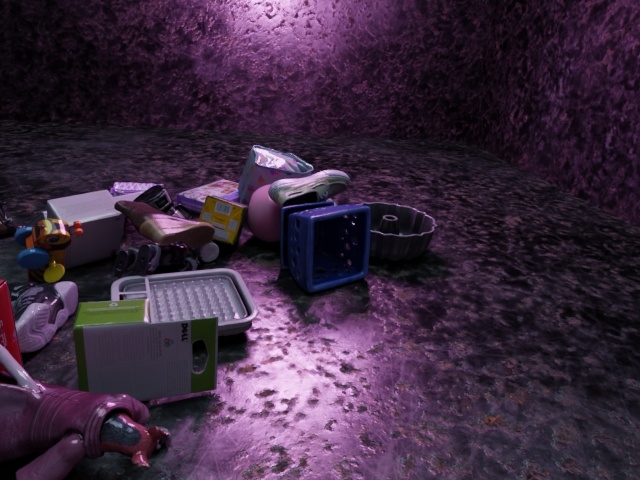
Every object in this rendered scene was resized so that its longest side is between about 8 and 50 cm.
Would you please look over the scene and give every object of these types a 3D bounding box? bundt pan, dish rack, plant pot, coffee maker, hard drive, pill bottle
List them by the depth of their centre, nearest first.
[{"bbox_3d":[-0.344,0.171,1.211,0.333,0.072,0.285,-5,25,-22],"label":"dish rack"},{"bbox_3d":[0.000,0.000,1.490,0.236,0.235,0.212,-11,22,-35],"label":"plant pot"},{"bbox_3d":[-0.385,0.018,1.556,0.067,0.067,0.120,-14,30,-36],"label":"pill bottle"},{"bbox_3d":[-0.528,-0.082,1.581,0.171,0.178,0.120,-11,33,30],"label":"coffee maker"},{"bbox_3d":[-0.772,-0.087,1.607,0.233,0.047,0.353,-17,4,43],"label":"hard drive"},{"bbox_3d":[0.241,-0.026,1.720,0.331,0.124,0.330,5,23,-2],"label":"bundt pan"}]

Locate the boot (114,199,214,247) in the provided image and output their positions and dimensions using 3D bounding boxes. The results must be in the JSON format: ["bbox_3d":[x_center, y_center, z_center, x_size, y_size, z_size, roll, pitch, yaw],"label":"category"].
[{"bbox_3d":[-0.458,-0.062,1.439,0.207,0.090,0.248,35,18,23],"label":"boot"}]

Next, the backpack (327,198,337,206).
[{"bbox_3d":[-0.027,-0.127,1.833,0.182,0.151,0.115,35,-13,-6],"label":"backpack"}]

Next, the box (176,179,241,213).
[{"bbox_3d":[-0.423,-0.180,2.010,0.201,0.057,0.293,17,26,25],"label":"box"}]

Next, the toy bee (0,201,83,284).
[{"bbox_3d":[-0.695,0.014,1.238,0.162,0.195,0.298,-12,-11,-24],"label":"toy bee"}]

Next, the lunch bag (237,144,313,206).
[{"bbox_3d":[-0.180,-0.242,1.957,0.263,0.223,0.160,8,40,-24],"label":"lunch bag"}]

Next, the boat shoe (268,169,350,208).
[{"bbox_3d":[-0.024,-0.156,1.591,0.303,0.109,0.094,-15,53,-27],"label":"boat shoe"}]

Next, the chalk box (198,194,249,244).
[{"bbox_3d":[-0.326,-0.073,1.635,0.133,0.131,0.213,18,3,-4],"label":"chalk box"}]

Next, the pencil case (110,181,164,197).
[{"bbox_3d":[-0.733,-0.193,1.935,0.206,0.086,0.088,-1,-10,-10],"label":"pencil case"}]

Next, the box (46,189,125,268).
[{"bbox_3d":[-0.703,-0.034,1.435,0.119,0.180,0.182,44,40,23],"label":"box"}]

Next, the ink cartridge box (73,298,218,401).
[{"bbox_3d":[-0.341,0.219,0.962,0.256,0.188,0.097,-2,23,-19],"label":"ink cartridge box"}]

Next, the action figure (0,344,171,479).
[{"bbox_3d":[-0.398,0.272,0.757,0.371,0.275,0.248,-2,15,19],"label":"action figure"}]

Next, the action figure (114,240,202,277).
[{"bbox_3d":[-0.469,0.050,1.411,0.186,0.099,0.285,5,4,15],"label":"action figure"}]

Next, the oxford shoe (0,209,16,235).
[{"bbox_3d":[-1.109,-0.076,1.602,0.227,0.082,0.096,23,34,37],"label":"oxford shoe"}]

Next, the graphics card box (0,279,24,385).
[{"bbox_3d":[-0.782,0.178,0.904,0.372,0.232,0.094,5,24,-2],"label":"graphics card box"}]

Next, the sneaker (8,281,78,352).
[{"bbox_3d":[-0.689,0.171,1.111,0.153,0.101,0.268,4,18,-2],"label":"sneaker"}]

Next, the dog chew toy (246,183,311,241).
[{"bbox_3d":[-0.086,-0.078,1.689,0.332,0.206,0.206,12,23,-3],"label":"dog chew toy"}]
